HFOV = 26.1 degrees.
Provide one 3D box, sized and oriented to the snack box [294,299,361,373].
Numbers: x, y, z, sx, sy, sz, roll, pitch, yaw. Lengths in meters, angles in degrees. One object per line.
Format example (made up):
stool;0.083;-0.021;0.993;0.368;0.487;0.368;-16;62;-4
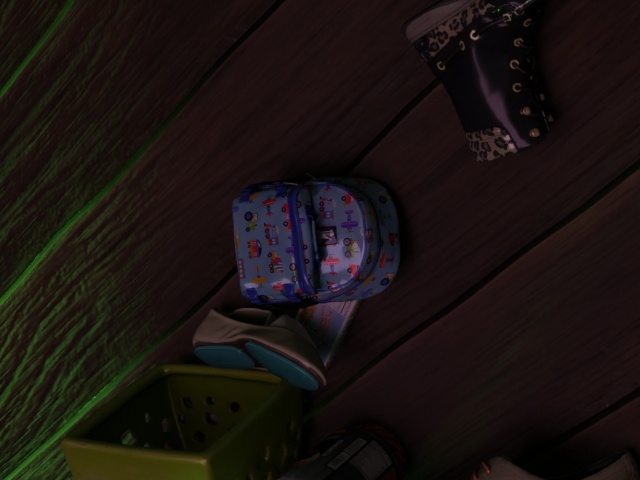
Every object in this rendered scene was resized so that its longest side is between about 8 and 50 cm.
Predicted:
snack box;0.003;0.098;1.705;0.064;0.022;0.178;35;124;18

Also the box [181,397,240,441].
box;-0.142;0.238;1.852;0.136;0.028;0.081;37;124;18

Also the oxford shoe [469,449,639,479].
oxford shoe;0.172;0.315;1.547;0.396;0.140;0.147;-6;87;-5

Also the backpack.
backpack;0.000;0.000;1.598;0.173;0.117;0.158;-4;87;28

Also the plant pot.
plant pot;-0.155;0.296;1.732;0.228;0.227;0.207;2;114;30

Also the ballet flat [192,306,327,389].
ballet flat;-0.067;0.123;1.702;0.248;0.086;0.086;7;113;48

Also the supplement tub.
supplement tub;0.021;0.301;1.668;0.117;0.190;0.117;12;113;28

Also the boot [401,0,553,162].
boot;0.210;-0.191;1.421;0.236;0.085;0.179;-20;99;43
